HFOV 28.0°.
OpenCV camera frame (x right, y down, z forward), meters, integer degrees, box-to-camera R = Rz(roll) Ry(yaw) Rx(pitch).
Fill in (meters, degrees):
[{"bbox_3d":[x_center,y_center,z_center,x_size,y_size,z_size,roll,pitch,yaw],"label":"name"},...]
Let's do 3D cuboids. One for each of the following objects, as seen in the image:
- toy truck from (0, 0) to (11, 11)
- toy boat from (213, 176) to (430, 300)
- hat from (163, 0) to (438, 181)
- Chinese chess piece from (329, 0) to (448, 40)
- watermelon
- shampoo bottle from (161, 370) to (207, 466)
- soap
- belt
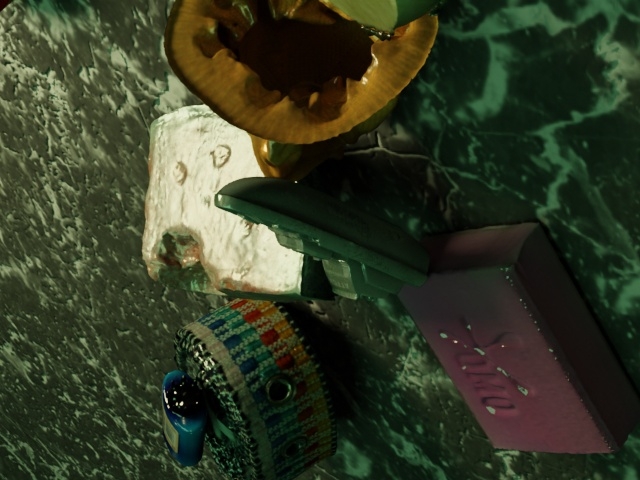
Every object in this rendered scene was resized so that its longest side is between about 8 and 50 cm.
[{"bbox_3d":[-0.475,-0.341,1.433,0.189,0.239,0.264,8,133,42],"label":"toy truck"},{"bbox_3d":[0.000,0.000,1.232,0.260,0.085,0.078,23,175,-40],"label":"toy boat"},{"bbox_3d":[0.004,-0.142,1.251,0.233,0.244,0.233,64,-175,-62],"label":"hat"},{"bbox_3d":[0.022,-0.278,1.051,0.238,0.092,0.238,46,170,10],"label":"Chinese chess piece"},{"bbox_3d":[-0.079,-0.011,1.409,0.148,0.226,0.318,22,-159,-50],"label":"watermelon"},{"bbox_3d":[-0.175,0.223,1.636,0.183,0.050,0.087,104,145,-62],"label":"shampoo bottle"},{"bbox_3d":[0.205,0.110,1.354,0.181,0.081,0.259,-6,123,49],"label":"soap"},{"bbox_3d":[-0.070,0.202,1.670,0.207,0.160,0.295,38,151,45],"label":"belt"}]
